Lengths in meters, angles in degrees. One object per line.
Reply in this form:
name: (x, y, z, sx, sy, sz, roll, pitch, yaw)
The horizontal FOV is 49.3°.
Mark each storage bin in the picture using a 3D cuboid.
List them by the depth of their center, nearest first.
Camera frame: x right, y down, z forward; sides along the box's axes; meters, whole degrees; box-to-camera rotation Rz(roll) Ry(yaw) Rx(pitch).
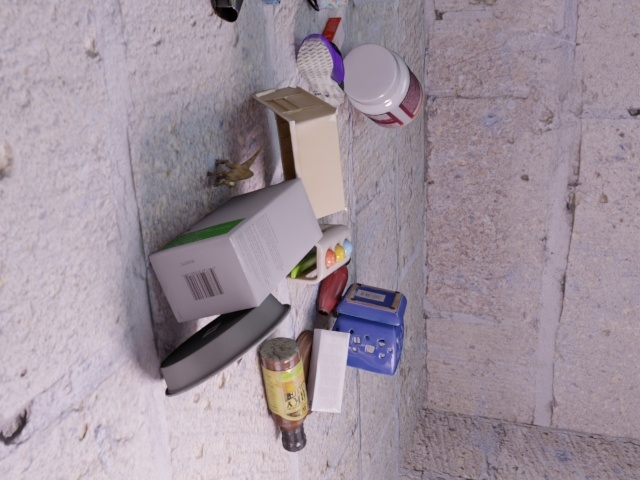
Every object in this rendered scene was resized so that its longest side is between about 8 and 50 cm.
storage bin: (-0.055, -0.211, 1.664, 0.260, 0.123, 0.262, 43, -33, 53)

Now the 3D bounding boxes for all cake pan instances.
cake pan: (-0.191, 0.191, 1.352, 0.054, 0.293, 0.293, 56, 28, -6)

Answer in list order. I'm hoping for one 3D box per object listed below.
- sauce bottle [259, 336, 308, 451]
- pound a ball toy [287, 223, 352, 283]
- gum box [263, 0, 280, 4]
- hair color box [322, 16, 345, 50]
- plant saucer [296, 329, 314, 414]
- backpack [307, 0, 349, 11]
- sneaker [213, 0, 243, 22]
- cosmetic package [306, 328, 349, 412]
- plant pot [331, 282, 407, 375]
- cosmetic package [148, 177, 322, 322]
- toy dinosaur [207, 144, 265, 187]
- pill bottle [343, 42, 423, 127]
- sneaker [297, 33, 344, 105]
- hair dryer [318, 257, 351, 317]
sauce bottle: (-0.089, 0.426, 1.894, 0.111, 0.111, 0.344, -58, 147, -53)
pound a ball toy: (0.000, 0.000, 2.020, 0.319, 0.136, 0.208, -28, 120, -68)
gum box: (-0.135, -0.665, 1.629, 0.184, 0.041, 0.156, 27, 68, -70)
hair color box: (0.036, -0.611, 2.130, 0.072, 0.043, 0.141, 72, 28, -48)
plant saucer: (-0.039, 0.415, 2.145, 0.278, 0.041, 0.277, 4, 90, -70)
backpack: (0.018, -0.728, 1.948, 0.182, 0.115, 0.152, 71, 27, -54)
sneaker: (-0.196, -0.548, 1.413, 0.222, 0.083, 0.118, 50, 48, -65)
cosmetic package: (0.020, 0.390, 2.089, 0.060, 0.099, 0.239, 167, -67, -66)
plant pot: (0.156, 0.271, 2.240, 0.236, 0.236, 0.212, -51, 151, -67)
cosmetic package: (-0.158, 0.011, 1.437, 0.155, 0.197, 0.365, 69, 25, -15)
toy dinosaur: (-0.184, -0.149, 1.519, 0.183, 0.093, 0.053, -59, 148, -52)
pill bottle: (0.209, -0.523, 2.375, 0.392, 0.224, 0.224, 6, 89, -72)
sneaker: (0.007, -0.522, 2.000, 0.293, 0.102, 0.146, 61, 34, -66)
hair dryer: (0.059, 0.179, 2.314, 0.293, 0.080, 0.223, -30, 123, -67)
